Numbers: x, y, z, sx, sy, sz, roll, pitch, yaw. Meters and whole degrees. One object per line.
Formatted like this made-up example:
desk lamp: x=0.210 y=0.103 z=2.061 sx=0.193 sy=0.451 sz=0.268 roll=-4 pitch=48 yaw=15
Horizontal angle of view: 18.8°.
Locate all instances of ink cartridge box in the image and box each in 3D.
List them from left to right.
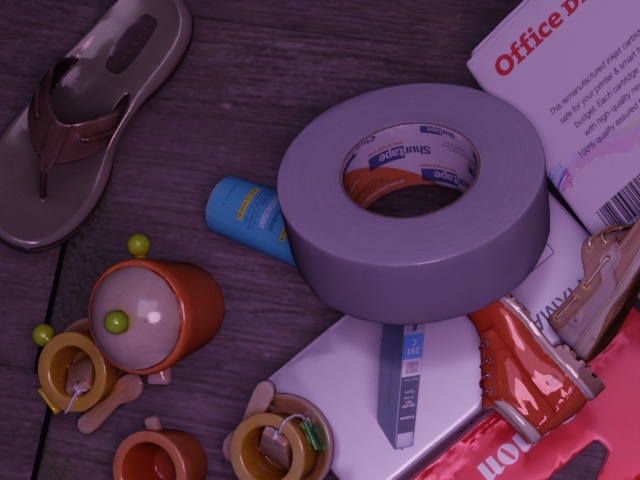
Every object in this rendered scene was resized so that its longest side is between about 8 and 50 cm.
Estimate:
ink cartridge box: x=0.147 y=0.129 z=1.627 sx=0.296 sy=0.066 sz=0.261 roll=-40 pitch=74 yaw=-5
ink cartridge box: x=0.287 y=-0.108 z=1.604 sx=0.201 sy=0.117 sz=0.278 roll=-44 pitch=72 yaw=30

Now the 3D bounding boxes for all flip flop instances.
flip flop: x=-0.211 y=-0.117 z=1.720 sx=0.112 sy=0.080 sz=0.277 roll=33 pitch=81 yaw=13

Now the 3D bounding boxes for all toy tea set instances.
toy tea set: x=-0.115 y=0.164 z=1.584 sx=0.200 sy=0.124 sz=0.336 roll=-46 pitch=75 yaw=23

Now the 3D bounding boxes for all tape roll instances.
tape roll: x=0.077 y=-0.033 z=1.585 sx=0.219 sy=0.072 sz=0.219 roll=-7 pitch=43 yaw=6

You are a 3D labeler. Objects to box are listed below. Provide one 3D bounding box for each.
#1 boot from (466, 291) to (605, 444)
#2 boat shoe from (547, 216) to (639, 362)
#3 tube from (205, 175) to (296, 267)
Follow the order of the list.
boot: x=0.146 y=0.092 z=1.574 sx=0.084 sy=0.059 sz=0.158 roll=-44 pitch=75 yaw=-1
boat shoe: x=0.233 y=0.019 z=1.548 sx=0.059 sy=0.063 sz=0.170 roll=38 pitch=119 yaw=19
tube: x=0.000 y=0.000 z=1.656 sx=0.207 sy=0.052 sz=0.080 roll=20 pitch=72 yaw=25
